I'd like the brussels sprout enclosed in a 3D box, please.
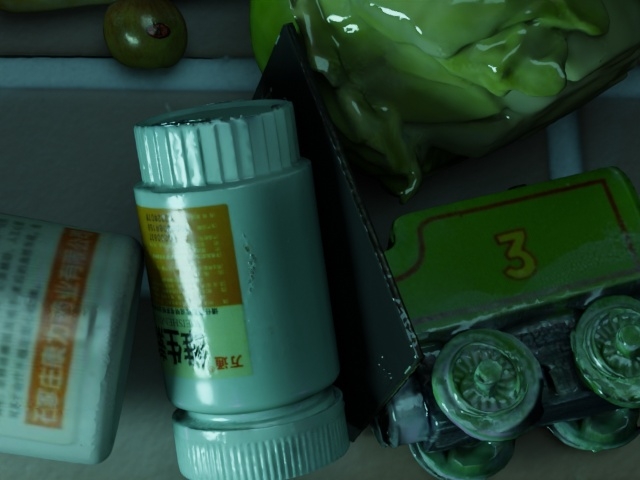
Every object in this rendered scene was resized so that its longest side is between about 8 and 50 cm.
[{"bbox_3d":[0.132,-0.270,1.636,0.425,0.342,0.361,-30,84,-12],"label":"brussels sprout"}]

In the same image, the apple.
[{"bbox_3d":[-0.173,-0.202,1.723,0.084,0.084,0.071,-2,90,-7],"label":"apple"}]

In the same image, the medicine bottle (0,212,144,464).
[{"bbox_3d":[-0.351,0.068,1.533,0.371,0.211,0.211,10,69,-3],"label":"medicine bottle"}]

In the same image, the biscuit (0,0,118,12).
[{"bbox_3d":[-0.207,-0.344,1.777,0.291,0.062,0.237,-10,68,-11],"label":"biscuit"}]

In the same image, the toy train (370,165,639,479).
[{"bbox_3d":[0.181,0.078,1.615,0.307,0.173,0.249,-14,66,-11],"label":"toy train"}]

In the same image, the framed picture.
[{"bbox_3d":[0.000,0.000,1.576,0.013,0.244,0.324,-14,72,-19],"label":"framed picture"}]

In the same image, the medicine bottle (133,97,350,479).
[{"bbox_3d":[-0.071,0.040,1.533,0.158,0.158,0.318,-9,102,-9],"label":"medicine bottle"}]
